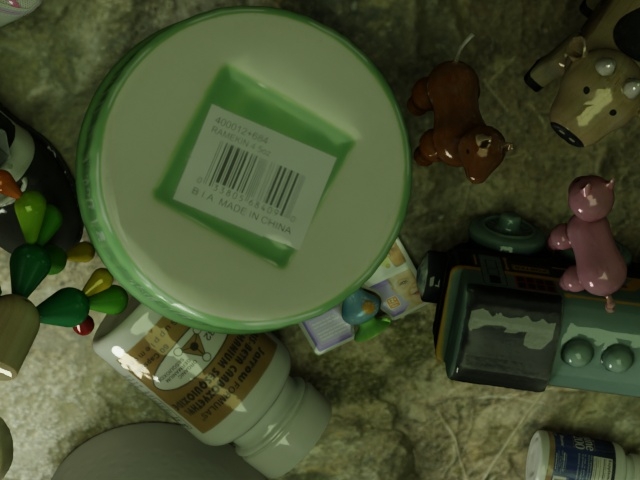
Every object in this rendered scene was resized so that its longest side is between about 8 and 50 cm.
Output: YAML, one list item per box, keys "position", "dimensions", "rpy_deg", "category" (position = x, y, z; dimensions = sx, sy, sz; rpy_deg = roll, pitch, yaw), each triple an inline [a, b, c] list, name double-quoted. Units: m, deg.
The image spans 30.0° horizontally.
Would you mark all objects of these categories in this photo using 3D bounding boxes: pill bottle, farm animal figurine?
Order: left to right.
- position: [-0.104, 0.131, 1.202]
  dimensions: [0.229, 0.131, 0.131]
  rpy_deg: [43, 108, -14]
  category: "pill bottle"
- position: [0.284, 0.243, 1.267]
  dimensions: [0.120, 0.067, 0.067]
  rpy_deg: [10, 113, -2]
  category: "pill bottle"
- position: [0.258, -0.121, 0.993]
  dimensions: [0.330, 0.172, 0.327]
  rpy_deg: [23, 73, -9]
  category: "farm animal figurine"

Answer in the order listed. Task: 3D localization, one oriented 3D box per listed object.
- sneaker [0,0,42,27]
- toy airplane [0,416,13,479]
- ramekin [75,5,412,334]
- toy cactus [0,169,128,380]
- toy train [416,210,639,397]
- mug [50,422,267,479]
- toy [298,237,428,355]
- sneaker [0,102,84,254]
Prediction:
- position: [-0.316, -0.301, 1.055]
  dimensions: [0.111, 0.103, 0.252]
  rpy_deg: [-17, 118, 5]
  category: "sneaker"
- position: [-0.512, 0.091, 1.162]
  dimensions: [0.384, 0.272, 0.386]
  rpy_deg: [-13, 74, -3]
  category: "toy airplane"
- position: [-0.064, -0.061, 1.051]
  dimensions: [0.303, 0.148, 0.303]
  rpy_deg: [0, 92, -10]
  category: "ramekin"
- position: [-0.278, 0.041, 1.078]
  dimensions: [0.112, 0.180, 0.219]
  rpy_deg: [-20, 136, 31]
  category: "toy cactus"
- position: [0.257, 0.074, 1.131]
  dimensions: [0.334, 0.190, 0.142]
  rpy_deg: [9, 113, -1]
  category: "toy train"
- position: [-0.141, 0.406, 1.213]
  dimensions: [0.374, 0.328, 0.276]
  rpy_deg: [25, 112, -8]
  category: "mug"
- position: [0.000, 0.000, 1.184]
  dimensions: [0.137, 0.056, 0.237]
  rpy_deg: [-26, 109, 11]
  category: "toy"
- position: [-0.349, -0.093, 1.113]
  dimensions: [0.122, 0.146, 0.330]
  rpy_deg: [-30, 111, 12]
  category: "sneaker"
